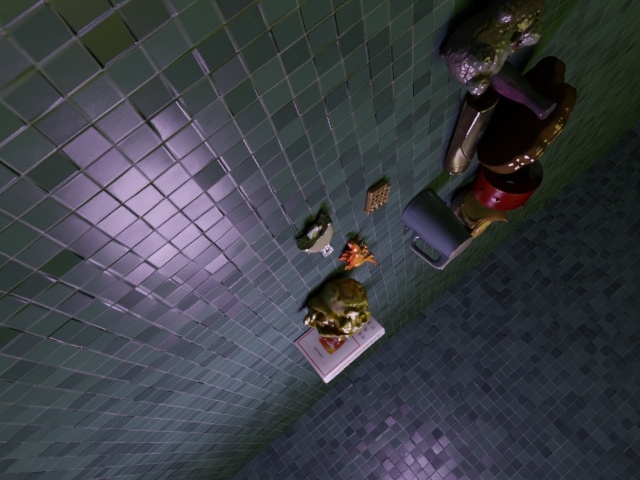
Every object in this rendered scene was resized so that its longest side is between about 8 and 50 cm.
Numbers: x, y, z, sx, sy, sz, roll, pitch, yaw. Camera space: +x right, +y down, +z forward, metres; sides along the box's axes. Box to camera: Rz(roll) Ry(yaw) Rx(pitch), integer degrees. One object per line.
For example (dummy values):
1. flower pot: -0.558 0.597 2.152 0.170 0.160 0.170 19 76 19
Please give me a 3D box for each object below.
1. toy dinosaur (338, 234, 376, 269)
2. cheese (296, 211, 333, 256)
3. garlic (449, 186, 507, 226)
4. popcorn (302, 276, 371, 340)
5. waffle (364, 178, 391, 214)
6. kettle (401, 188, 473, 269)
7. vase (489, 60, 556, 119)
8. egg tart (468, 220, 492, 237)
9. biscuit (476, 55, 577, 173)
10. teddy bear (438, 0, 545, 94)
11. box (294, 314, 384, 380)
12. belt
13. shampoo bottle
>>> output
1. toy dinosaur: 0.126 0.061 1.858 0.117 0.070 0.288 -33 154 6
2. cheese: 0.001 0.001 1.562 0.127 0.050 0.235 -44 159 -2
3. garlic: 0.635 -0.137 2.180 0.339 0.196 0.151 -6 125 -43
4. popcorn: 0.073 0.264 1.965 0.259 0.212 0.259 -41 157 -22
5. waffle: 0.181 -0.138 1.645 0.092 0.021 0.135 -33 157 -18
6. kettle: 0.417 -0.033 1.930 0.210 0.243 0.160 -45 158 10
7. vase: 0.568 -0.428 1.495 0.086 0.214 0.086 -35 156 -18
8. egg tart: 0.754 -0.122 2.458 0.319 0.128 0.319 -40 169 -9
9. biscuit: 0.637 -0.386 1.632 0.074 0.359 0.381 26 103 -22
10. teddy bear: 0.417 -0.482 1.242 0.267 0.151 0.236 -36 159 -7
11. box: 0.080 0.412 2.226 0.330 0.210 0.095 -39 156 -9
12. belt: 0.769 -0.248 2.136 0.324 0.227 0.115 -27 156 -29
13. shampoo bottle: 0.473 -0.334 1.686 0.126 0.084 0.350 -40 159 -21
